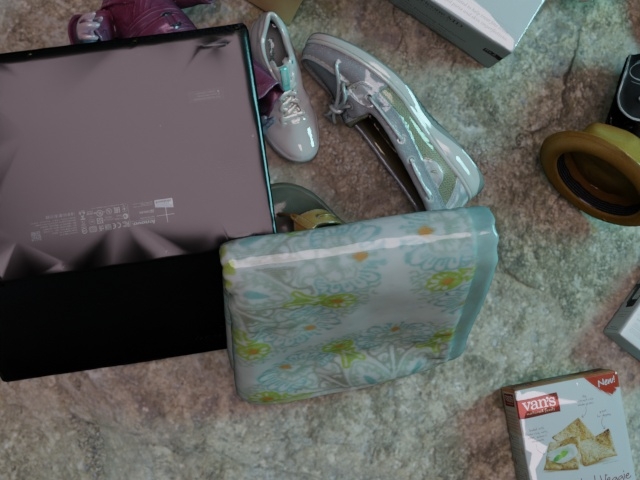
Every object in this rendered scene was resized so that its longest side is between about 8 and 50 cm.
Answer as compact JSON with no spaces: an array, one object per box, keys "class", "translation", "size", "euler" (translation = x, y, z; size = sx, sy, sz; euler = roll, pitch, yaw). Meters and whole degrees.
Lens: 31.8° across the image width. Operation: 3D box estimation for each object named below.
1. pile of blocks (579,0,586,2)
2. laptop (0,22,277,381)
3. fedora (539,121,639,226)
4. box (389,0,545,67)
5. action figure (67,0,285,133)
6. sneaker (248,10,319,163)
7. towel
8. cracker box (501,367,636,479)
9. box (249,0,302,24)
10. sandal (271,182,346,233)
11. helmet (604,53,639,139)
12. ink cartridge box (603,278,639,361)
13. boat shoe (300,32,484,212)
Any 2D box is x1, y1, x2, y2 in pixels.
[{"class":"pile of blocks","translation":[0.421,-0.518,1.580],"size":[0.149,0.113,0.362],"euler":[3,85,-51]},{"class":"laptop","translation":[-0.256,-0.030,1.404],"size":[0.382,0.236,0.407],"euler":[-9,94,-6]},{"class":"fedora","translation":[0.404,-0.102,1.570],"size":[0.194,0.194,0.079],"euler":[37,67,-5]},{"class":"box","translation":[0.224,-0.371,1.575],"size":[0.181,0.119,0.182],"euler":[33,83,-5]},{"class":"action figure","translation":[-0.195,-0.256,1.499],"size":[0.248,0.275,0.370],"euler":[-26,72,-14]},{"class":"sneaker","translation":[-0.053,-0.210,1.540],"size":[0.080,0.094,0.212],"euler":[-17,90,-10]},{"class":"towel","translation":[0.041,0.090,1.415],"size":[0.321,0.374,0.090],"euler":[-10,61,-8]},{"class":"cracker box","translation":[0.356,0.308,1.591],"size":[0.156,0.067,0.232],"euler":[-10,88,-9]},{"class":"box","translation":[-0.100,-0.389,1.510],"size":[0.201,0.164,0.021],"euler":[29,60,-6]},{"class":"sandal","translation":[0.000,0.000,1.555],"size":[0.219,0.060,0.090],"euler":[44,82,-4]},{"class":"helmet","translation":[0.494,-0.181,1.585],"size":[0.162,0.169,0.169],"euler":[17,85,10]},{"class":"ink cartridge box","translation":[0.501,0.106,1.623],"size":[0.109,0.063,0.150],"euler":[38,82,-5]},{"class":"boat shoe","translation":[0.086,-0.153,1.549],"size":[0.320,0.118,0.103],"euler":[45,78,-11]}]
